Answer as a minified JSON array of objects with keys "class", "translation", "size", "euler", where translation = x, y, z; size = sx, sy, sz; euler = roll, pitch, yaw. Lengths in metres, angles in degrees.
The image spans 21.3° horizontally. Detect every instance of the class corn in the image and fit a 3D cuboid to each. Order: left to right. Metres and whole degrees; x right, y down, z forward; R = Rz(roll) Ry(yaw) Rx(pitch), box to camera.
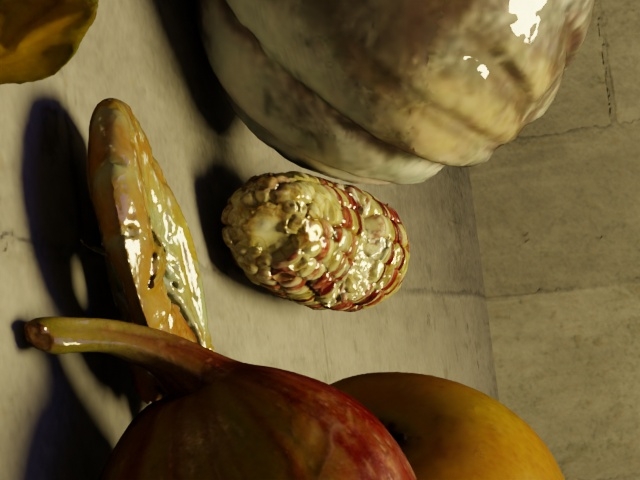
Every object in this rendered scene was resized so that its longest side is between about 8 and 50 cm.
[{"class":"corn","translation":[0.000,0.000,1.234],"size":[0.290,0.098,0.098],"euler":[23,60,-76]}]

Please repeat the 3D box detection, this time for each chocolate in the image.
[{"class":"chocolate","translation":[0.051,-0.147,1.173],"size":[0.303,0.303,0.213],"euler":[-64,160,-68]}]

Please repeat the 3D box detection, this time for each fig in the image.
[{"class":"fig","translation":[-0.042,0.118,0.843],"size":[0.175,0.175,0.207],"euler":[6,63,-77]}]

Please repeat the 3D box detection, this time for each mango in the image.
[{"class":"mango","translation":[0.056,0.232,1.085],"size":[0.378,0.221,0.264],"euler":[82,2,-57]}]

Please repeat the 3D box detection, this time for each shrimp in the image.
[{"class":"shrimp","translation":[-0.090,0.029,0.898],"size":[0.115,0.051,0.217],"euler":[-84,163,-64]}]

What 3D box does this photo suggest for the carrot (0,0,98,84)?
[{"class":"carrot","translation":[-0.144,-0.223,0.702],"size":[0.114,0.114,0.302],"euler":[40,45,-72]}]
